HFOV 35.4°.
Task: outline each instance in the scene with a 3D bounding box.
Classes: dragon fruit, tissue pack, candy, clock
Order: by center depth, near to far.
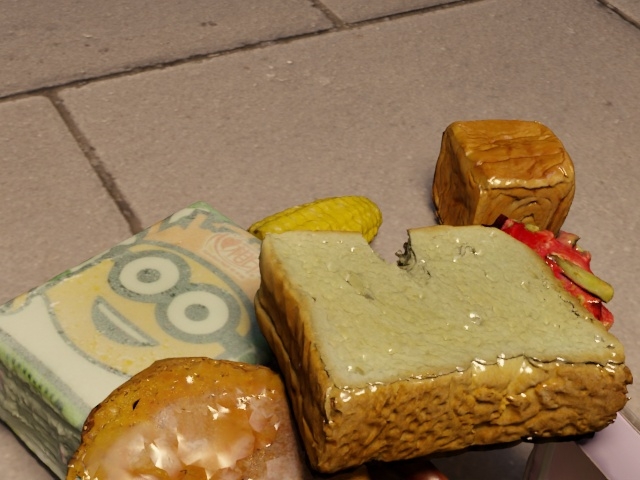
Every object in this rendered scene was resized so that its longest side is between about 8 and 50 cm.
[{"bbox_3d":[0.271,0.245,0.889,0.073,0.145,0.193,-21,48,-22],"label":"clock"},{"bbox_3d":[-0.158,0.105,1.009,0.228,0.128,0.311,34,46,29],"label":"tissue pack"},{"bbox_3d":[0.237,0.063,1.094,0.172,0.160,0.166,21,0,11],"label":"dragon fruit"},{"bbox_3d":[0.000,0.000,1.183,0.106,0.094,0.199,33,40,29],"label":"candy"}]

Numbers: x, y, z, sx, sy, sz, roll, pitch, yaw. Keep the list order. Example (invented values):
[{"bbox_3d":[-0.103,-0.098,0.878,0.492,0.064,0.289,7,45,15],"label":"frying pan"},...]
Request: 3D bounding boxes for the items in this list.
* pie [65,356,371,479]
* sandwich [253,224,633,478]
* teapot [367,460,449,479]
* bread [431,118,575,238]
[{"bbox_3d":[-0.078,0.206,0.808,0.273,0.069,0.273,5,51,-7],"label":"pie"},{"bbox_3d":[0.091,0.078,0.872,0.273,0.095,0.249,-3,33,-20],"label":"sandwich"},{"bbox_3d":[0.053,0.184,0.939,0.178,0.135,0.252,-48,40,-7],"label":"teapot"},{"bbox_3d":[0.221,-0.057,1.230,0.149,0.158,0.143,-7,43,-9],"label":"bread"}]
